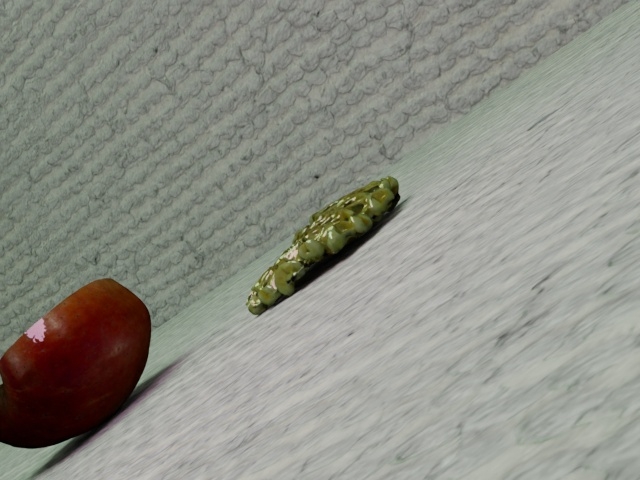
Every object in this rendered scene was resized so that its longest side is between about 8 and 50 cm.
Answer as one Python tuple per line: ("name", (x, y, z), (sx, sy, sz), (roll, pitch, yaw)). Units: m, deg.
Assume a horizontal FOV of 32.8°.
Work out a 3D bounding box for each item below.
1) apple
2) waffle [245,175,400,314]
("apple", (-0.479, 0.225, 2.041), (0.328, 0.295, 0.365), (-4, 18, 28))
("waffle", (0.000, 0.000, 1.887), (0.317, 0.073, 0.297), (-34, 6, 37))
